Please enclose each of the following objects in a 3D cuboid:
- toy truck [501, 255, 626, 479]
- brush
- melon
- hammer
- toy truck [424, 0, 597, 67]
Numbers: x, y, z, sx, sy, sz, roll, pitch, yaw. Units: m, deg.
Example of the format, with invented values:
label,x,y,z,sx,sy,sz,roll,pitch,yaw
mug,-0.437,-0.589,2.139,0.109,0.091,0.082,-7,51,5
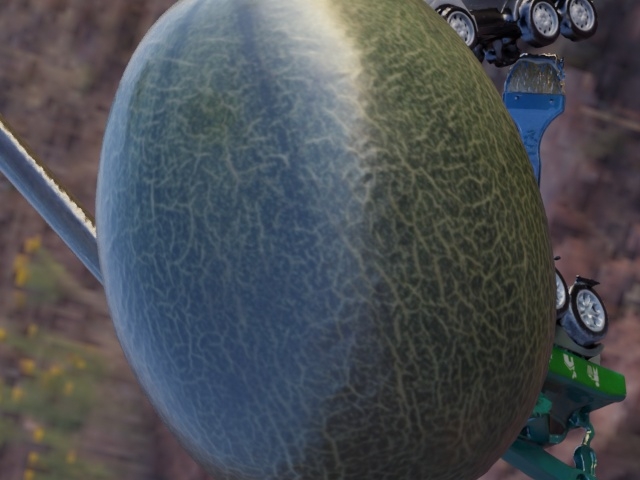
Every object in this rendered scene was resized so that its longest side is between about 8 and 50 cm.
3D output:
label,x,y,z,sx,sy,sz,roll,pitch,yaw
toy truck,0.122,0.106,1.724,0.176,0.363,0.178,-28,49,39
brush,0.168,-0.068,1.578,0.014,0.051,0.164,5,-91,-68
melon,0.000,0.000,1.051,0.237,0.237,0.301,7,114,68
hammer,-0.171,-0.018,1.336,0.365,0.043,0.111,46,150,18
toy truck,0.111,-0.193,1.491,0.101,0.242,0.125,-14,90,49
